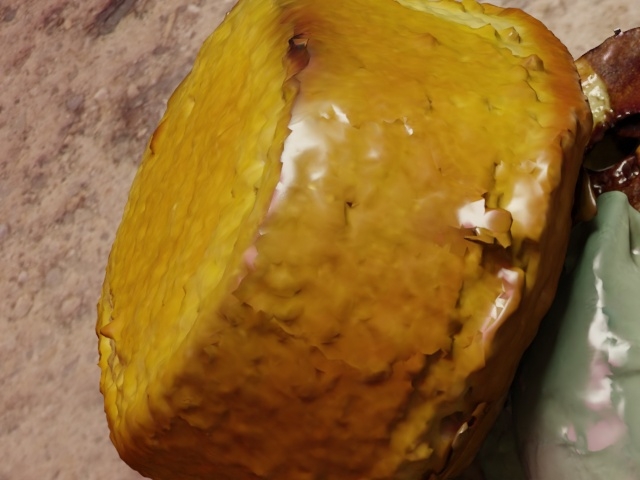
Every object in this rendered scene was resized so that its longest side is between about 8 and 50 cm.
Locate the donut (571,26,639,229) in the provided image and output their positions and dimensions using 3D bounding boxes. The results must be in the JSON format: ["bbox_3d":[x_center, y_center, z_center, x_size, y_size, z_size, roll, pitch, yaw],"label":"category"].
[{"bbox_3d":[0.192,-0.047,0.909,0.184,0.073,0.166,-42,42,8],"label":"donut"}]

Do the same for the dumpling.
[{"bbox_3d":[0.141,0.084,0.816,0.149,0.105,0.216,-8,74,20],"label":"dumpling"}]

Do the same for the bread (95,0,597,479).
[{"bbox_3d":[-0.001,-0.001,0.873,0.337,0.204,0.358,-54,20,20],"label":"bread"}]
